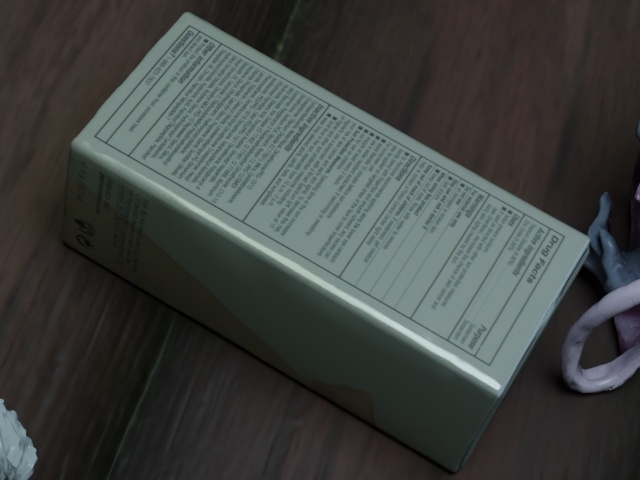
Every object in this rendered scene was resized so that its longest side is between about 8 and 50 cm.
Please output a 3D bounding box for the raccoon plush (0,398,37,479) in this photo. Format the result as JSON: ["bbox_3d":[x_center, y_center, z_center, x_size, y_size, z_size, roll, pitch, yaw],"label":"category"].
[{"bbox_3d":[-0.134,0.291,0.810,0.299,0.216,0.446,26,55,-5],"label":"raccoon plush"}]

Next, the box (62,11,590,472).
[{"bbox_3d":[0.000,0.000,1.066,0.311,0.121,0.148,31,56,8],"label":"box"}]

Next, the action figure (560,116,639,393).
[{"bbox_3d":[0.377,-0.003,1.078,0.370,0.248,0.275,21,56,5],"label":"action figure"}]
